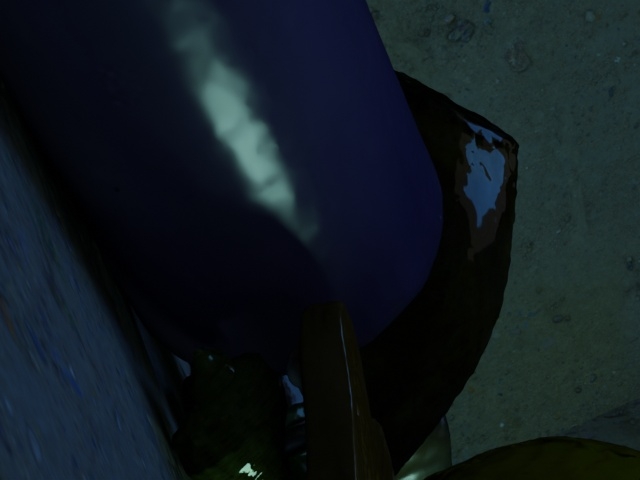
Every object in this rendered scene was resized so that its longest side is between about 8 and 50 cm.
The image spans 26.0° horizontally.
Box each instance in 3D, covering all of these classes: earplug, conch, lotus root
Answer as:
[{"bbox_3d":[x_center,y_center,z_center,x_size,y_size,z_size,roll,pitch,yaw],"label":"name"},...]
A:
[{"bbox_3d":[-0.075,-0.119,0.720,0.456,0.215,0.215,67,-2,-55],"label":"earplug"},{"bbox_3d":[-0.044,0.109,0.783,0.089,0.074,0.121,-91,156,-70],"label":"conch"},{"bbox_3d":[0.014,-0.001,0.992,0.149,0.260,0.267,15,30,-49],"label":"lotus root"}]

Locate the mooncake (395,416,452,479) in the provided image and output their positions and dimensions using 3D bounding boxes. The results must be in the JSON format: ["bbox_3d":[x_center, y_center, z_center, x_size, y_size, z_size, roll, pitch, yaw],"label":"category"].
[{"bbox_3d":[-0.001,0.153,1.334,0.290,0.161,0.290,159,-90,-74],"label":"mooncake"}]

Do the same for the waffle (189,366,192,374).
[{"bbox_3d":[-0.035,0.189,1.107,0.193,0.070,0.197,-121,-172,-61],"label":"waffle"}]

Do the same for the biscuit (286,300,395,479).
[{"bbox_3d":[0.011,0.190,0.688,0.339,0.047,0.216,-92,168,-48],"label":"biscuit"}]

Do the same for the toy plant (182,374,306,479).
[{"bbox_3d":[-0.026,0.149,0.891,0.093,0.093,0.162,102,-37,-84],"label":"toy plant"}]

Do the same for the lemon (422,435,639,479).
[{"bbox_3d":[0.175,0.324,0.971,0.349,0.350,0.387,-117,-163,-48],"label":"lemon"}]
